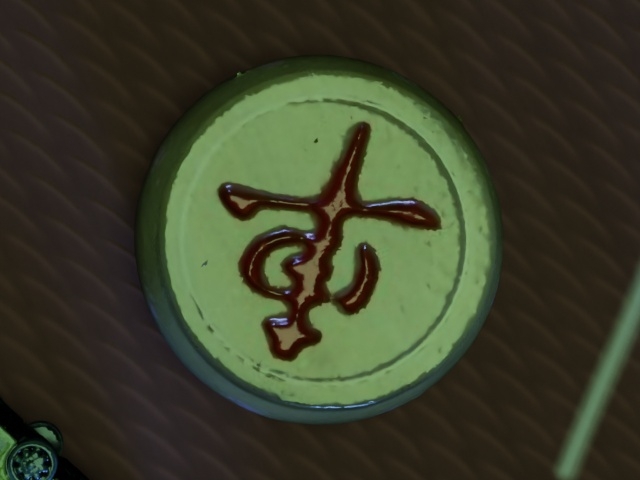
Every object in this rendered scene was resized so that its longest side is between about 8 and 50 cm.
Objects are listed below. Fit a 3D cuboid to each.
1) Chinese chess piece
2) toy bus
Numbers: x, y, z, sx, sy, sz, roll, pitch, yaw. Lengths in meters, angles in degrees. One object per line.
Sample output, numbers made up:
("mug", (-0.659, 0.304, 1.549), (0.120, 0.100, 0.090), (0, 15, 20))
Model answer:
("Chinese chess piece", (0.000, 0.000, 1.016), (0.251, 0.097, 0.250), (0, 91, -7))
("toy bus", (-0.189, 0.187, 1.003), (0.175, 0.088, 0.101), (44, 88, -7))
